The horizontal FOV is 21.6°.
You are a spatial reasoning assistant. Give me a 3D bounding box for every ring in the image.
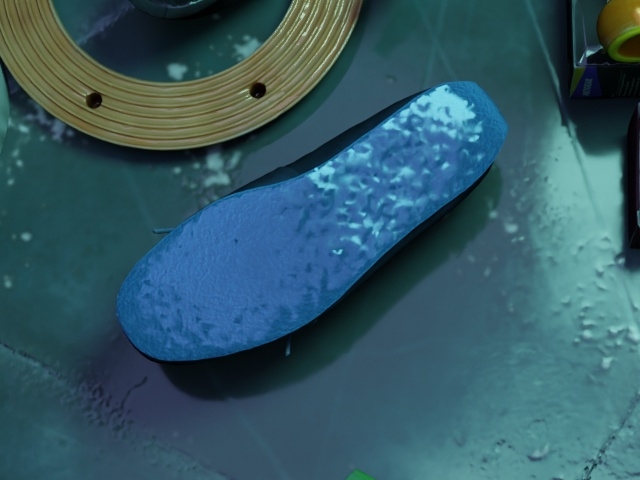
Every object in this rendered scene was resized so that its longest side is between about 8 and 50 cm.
[{"bbox_3d":[-0.124,-0.235,1.443,0.336,0.032,0.337,-1,77,5],"label":"ring"}]

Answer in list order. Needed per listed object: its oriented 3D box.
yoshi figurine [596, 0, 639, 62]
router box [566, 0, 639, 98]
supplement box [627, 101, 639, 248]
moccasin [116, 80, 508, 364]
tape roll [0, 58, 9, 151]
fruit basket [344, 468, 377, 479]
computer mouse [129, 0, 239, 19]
[{"bbox_3d":[0.242,-0.332,1.273,0.203,0.203,0.362,-8,72,11],"label":"yoshi figurine"},{"bbox_3d":[0.324,-0.274,1.389,0.242,0.081,0.309,0,76,5],"label":"router box"},{"bbox_3d":[0.340,-0.049,1.331,0.188,0.081,0.104,1,77,5],"label":"supplement box"},{"bbox_3d":[0.000,0.000,1.334,0.342,0.117,0.138,-27,88,-7],"label":"moccasin"},{"bbox_3d":[-0.392,-0.129,1.367,0.246,0.169,0.246,-1,76,4],"label":"tape roll"},{"bbox_3d":[-0.045,0.339,1.163,0.392,0.283,0.392,0,90,8],"label":"fruit basket"},{"bbox_3d":[-0.028,-0.238,1.392,0.184,0.060,0.262,40,71,17],"label":"computer mouse"}]
